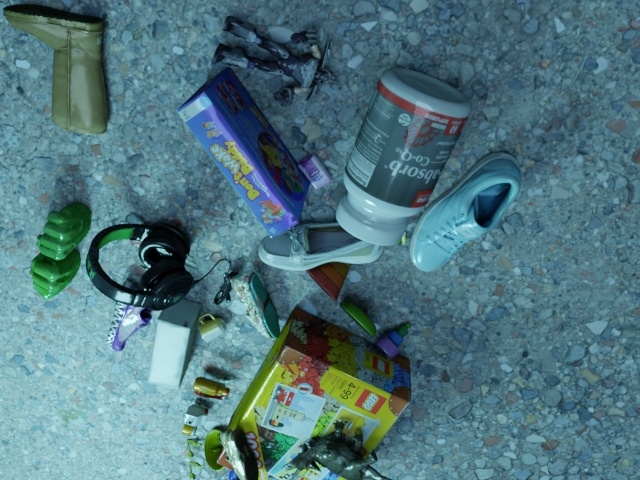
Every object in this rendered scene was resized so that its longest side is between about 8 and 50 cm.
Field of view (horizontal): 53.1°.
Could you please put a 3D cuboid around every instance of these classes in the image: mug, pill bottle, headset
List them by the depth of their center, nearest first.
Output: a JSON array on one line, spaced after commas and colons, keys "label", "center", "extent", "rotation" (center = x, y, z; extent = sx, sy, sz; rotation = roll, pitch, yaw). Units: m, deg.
[{"label": "pill bottle", "center": [0.175, -0.184, 1.452], "extent": [0.210, 0.210, 0.363], "rotation": [19, 119, -4]}, {"label": "headset", "center": [-0.408, 0.088, 1.669], "extent": [0.394, 0.243, 0.185], "rotation": [8, 133, -26]}, {"label": "mug", "center": [-0.307, 0.247, 1.824], "extent": [0.064, 0.062, 0.078], "rotation": [-24, 147, 10]}]

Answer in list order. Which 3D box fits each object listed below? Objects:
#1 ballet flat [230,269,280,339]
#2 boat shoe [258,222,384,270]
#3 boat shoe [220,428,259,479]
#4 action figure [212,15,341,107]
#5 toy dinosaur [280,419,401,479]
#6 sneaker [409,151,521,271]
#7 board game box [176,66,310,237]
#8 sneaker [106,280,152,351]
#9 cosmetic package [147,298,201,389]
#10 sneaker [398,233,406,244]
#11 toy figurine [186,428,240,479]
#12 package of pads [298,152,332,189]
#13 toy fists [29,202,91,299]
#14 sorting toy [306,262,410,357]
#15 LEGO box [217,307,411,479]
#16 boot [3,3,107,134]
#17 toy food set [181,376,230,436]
[{"label": "ballet flat", "center": [-0.179, 0.176, 1.755], "extent": [0.077, 0.091, 0.241], "rotation": [-3, 126, 22]}, {"label": "boat shoe", "center": [0.001, 0.002, 1.610], "extent": [0.320, 0.118, 0.103], "rotation": [-1, 146, 3]}, {"label": "boat shoe", "center": [-0.231, 0.611, 1.799], "extent": [0.072, 0.068, 0.190], "rotation": [-8, 107, 26]}, {"label": "action figure", "center": [-0.089, -0.398, 1.435], "extent": [0.285, 0.099, 0.185], "rotation": [18, 110, -7]}, {"label": "toy dinosaur", "center": [0.065, 0.588, 1.730], "extent": [0.313, 0.121, 0.160], "rotation": [15, 131, -7]}, {"label": "sneaker", "center": [0.338, -0.048, 1.538], "extent": [0.135, 0.150, 0.366], "rotation": [30, 117, -8]}, {"label": "board game box", "center": [-0.161, -0.207, 1.467], "extent": [0.078, 0.233, 0.347], "rotation": [-28, 111, 19]}, {"label": "sneaker", "center": [-0.541, 0.230, 1.832], "extent": [0.104, 0.095, 0.236], "rotation": [17, 118, -11]}, {"label": "cosmetic package", "center": [-0.417, 0.292, 1.827], "extent": [0.107, 0.127, 0.238], "rotation": [13, 117, -1]}, {"label": "sneaker", "center": [0.200, -0.024, 1.635], "extent": [0.035, 0.031, 0.083], "rotation": [-2, 118, 9]}, {"label": "toy figurine", "center": [-0.285, 0.798, 2.086], "extent": [0.191, 0.217, 0.363], "rotation": [-23, 70, 33]}, {"label": "package of pads", "center": [-0.013, -0.171, 1.582], "extent": [0.050, 0.032, 0.083], "rotation": [-31, 110, 18]}, {"label": "toy fists", "center": [-0.703, 0.031, 1.711], "extent": [0.096, 0.142, 0.279], "rotation": [24, 118, -6]}, {"label": "sorting toy", "center": [0.120, 0.160, 1.724], "extent": [0.126, 0.127, 0.365], "rotation": [-46, 110, -5]}, {"label": "LEGO box", "center": [-0.024, 0.494, 1.848], "extent": [0.372, 0.193, 0.500], "rotation": [26, 118, -6]}, {"label": "boot", "center": [-0.620, -0.397, 1.504], "extent": [0.236, 0.089, 0.270], "rotation": [12, 120, 1]}, {"label": "toy food set", "center": [-0.341, 0.498, 1.935], "extent": [0.104, 0.111, 0.232], "rotation": [17, 116, -2]}]
